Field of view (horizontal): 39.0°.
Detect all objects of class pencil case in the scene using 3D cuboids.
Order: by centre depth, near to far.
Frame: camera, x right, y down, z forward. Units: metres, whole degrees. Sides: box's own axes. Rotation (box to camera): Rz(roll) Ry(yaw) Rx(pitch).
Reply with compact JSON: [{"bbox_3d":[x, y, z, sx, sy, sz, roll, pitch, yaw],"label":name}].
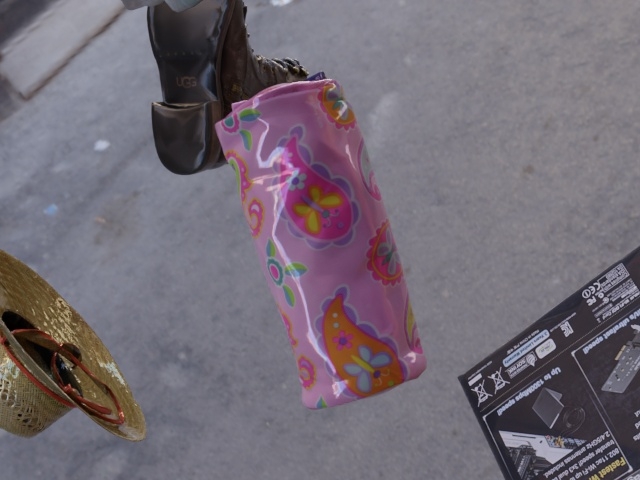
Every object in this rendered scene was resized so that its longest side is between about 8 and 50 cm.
[{"bbox_3d":[0.000,0.000,0.787,0.124,0.284,0.124,-19,3,1],"label":"pencil case"}]

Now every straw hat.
[{"bbox_3d":[-0.168,0.075,0.510,0.061,0.144,0.144,-41,39,-1],"label":"straw hat"}]

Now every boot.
[{"bbox_3d":[-0.080,-0.182,0.948,0.091,0.263,0.229,14,13,25],"label":"boot"}]

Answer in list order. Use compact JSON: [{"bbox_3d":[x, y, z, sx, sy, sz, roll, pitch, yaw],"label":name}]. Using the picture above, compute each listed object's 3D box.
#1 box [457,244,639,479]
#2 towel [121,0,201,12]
[{"bbox_3d":[0.236,0.079,0.392,0.307,0.076,0.242,-42,46,22],"label":"box"},{"bbox_3d":[-0.041,-0.354,0.519,0.374,0.321,0.090,-29,16,15],"label":"towel"}]
